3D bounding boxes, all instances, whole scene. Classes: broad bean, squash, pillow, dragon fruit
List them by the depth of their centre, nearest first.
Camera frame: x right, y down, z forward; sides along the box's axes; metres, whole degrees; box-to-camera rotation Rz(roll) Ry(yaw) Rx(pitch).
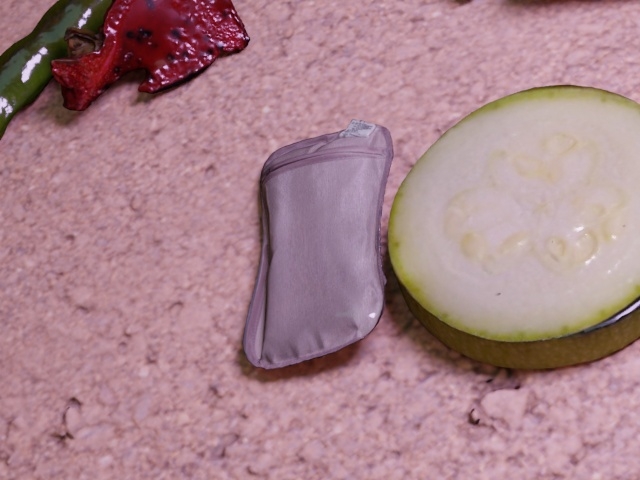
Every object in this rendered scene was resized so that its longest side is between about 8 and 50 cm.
[{"bbox_3d":[0.182,-0.012,1.549,0.252,0.049,0.252,-10,51,13],"label":"squash"},{"bbox_3d":[0.000,0.000,1.614,0.131,0.038,0.232,-15,51,21],"label":"pillow"},{"bbox_3d":[-0.164,-0.184,1.825,0.192,0.122,0.092,-42,11,-6],"label":"dragon fruit"},{"bbox_3d":[-0.274,-0.161,1.852,0.065,0.046,0.254,29,71,29],"label":"broad bean"}]
